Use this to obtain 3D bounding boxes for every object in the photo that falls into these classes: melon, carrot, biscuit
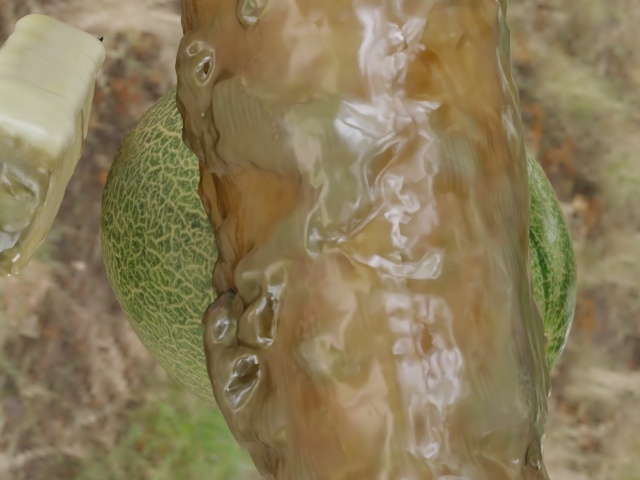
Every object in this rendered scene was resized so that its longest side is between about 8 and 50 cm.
[{"bbox_3d":[0.000,0.000,0.676,0.139,0.192,0.139,-28,130,-41],"label":"melon"},{"bbox_3d":[0.018,0.006,0.497,0.102,0.102,0.263,42,35,-63],"label":"carrot"},{"bbox_3d":[-0.114,-0.043,0.746,0.056,0.052,0.188,-62,-170,16],"label":"biscuit"}]
